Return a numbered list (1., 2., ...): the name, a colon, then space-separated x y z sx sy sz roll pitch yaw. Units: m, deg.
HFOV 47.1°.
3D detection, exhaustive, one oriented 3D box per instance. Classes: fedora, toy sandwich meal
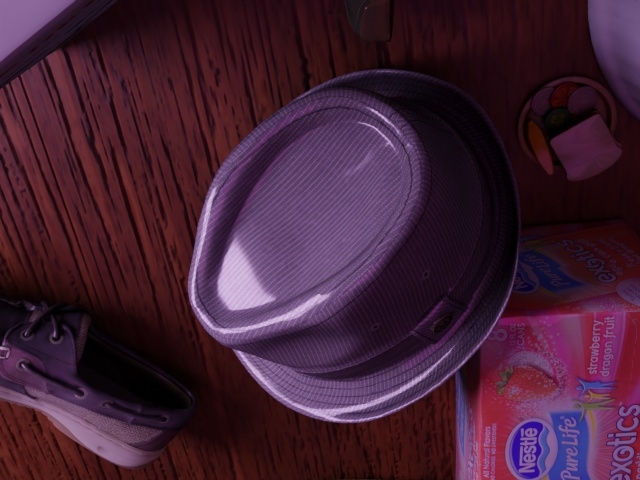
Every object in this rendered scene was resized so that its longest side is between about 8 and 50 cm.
1. fedora: 0.000 0.000 0.508 0.275 0.124 0.244 -40 69 18
2. toy sandwich meal: 0.196 -0.085 0.574 0.085 0.029 0.086 0 118 1

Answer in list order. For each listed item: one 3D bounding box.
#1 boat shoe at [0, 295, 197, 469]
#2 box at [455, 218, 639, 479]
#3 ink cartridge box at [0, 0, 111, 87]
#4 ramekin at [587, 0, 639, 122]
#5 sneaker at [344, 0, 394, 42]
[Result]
1. boat shoe: -0.233 0.098 0.644 0.092 0.103 0.285 -43 114 15
2. box: 0.197 0.147 0.635 0.154 0.142 0.300 -5 118 3
3. ink cartridge box: -0.162 -0.169 0.388 0.211 0.289 0.121 -32 113 17
4. ramekin: 0.331 -0.163 0.471 0.277 0.135 0.277 0 119 1
5. sneaker: 0.005 -0.229 0.486 0.086 0.064 0.192 1 118 9
